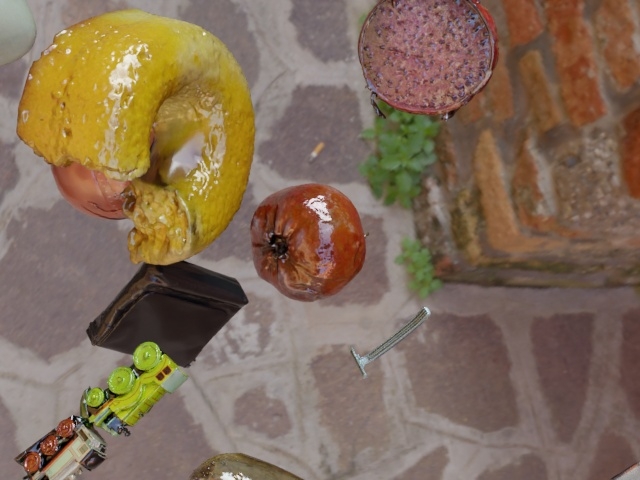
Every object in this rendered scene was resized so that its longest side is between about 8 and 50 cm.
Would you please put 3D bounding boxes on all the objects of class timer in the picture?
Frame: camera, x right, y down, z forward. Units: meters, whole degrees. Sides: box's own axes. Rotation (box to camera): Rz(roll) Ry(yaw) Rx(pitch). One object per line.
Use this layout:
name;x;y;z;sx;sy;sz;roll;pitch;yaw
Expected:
timer;-0.376;-0.153;1.785;0.215;0.229;0.229;-8;74;13

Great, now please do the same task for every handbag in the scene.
handbag;-0.284;0.131;1.797;0.247;0.223;0.080;23;30;-44

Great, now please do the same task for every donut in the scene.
donut;-0.249;-0.182;1.530;0.435;0.164;0.377;49;55;-53

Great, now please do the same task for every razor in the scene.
razor;0.142;0.191;1.877;0.037;0.191;0.068;17;39;-56

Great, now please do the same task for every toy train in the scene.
toy train;-0.289;0.238;1.266;0.250;0.053;0.085;-43;60;-6

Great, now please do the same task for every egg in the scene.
egg;-0.378;-0.242;1.023;0.152;0.114;0.114;21;66;-25

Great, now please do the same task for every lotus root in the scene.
lotus root;-0.028;0.374;1.353;0.330;0.167;0.078;23;63;-7

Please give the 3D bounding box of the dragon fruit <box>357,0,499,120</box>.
dragon fruit;0.177;-0.318;1.539;0.219;0.223;0.148;3;31;13

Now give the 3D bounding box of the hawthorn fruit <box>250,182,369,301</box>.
hawthorn fruit;0.000;0.000;1.913;0.272;0.242;0.241;-9;77;-50

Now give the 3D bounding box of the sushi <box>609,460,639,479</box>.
sushi;0.432;0.385;1.098;0.359;0.064;0.343;-37;114;12

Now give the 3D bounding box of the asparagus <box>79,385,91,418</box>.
asparagus;-0.382;0.294;1.583;0.021;0.025;0.108;-10;74;17
